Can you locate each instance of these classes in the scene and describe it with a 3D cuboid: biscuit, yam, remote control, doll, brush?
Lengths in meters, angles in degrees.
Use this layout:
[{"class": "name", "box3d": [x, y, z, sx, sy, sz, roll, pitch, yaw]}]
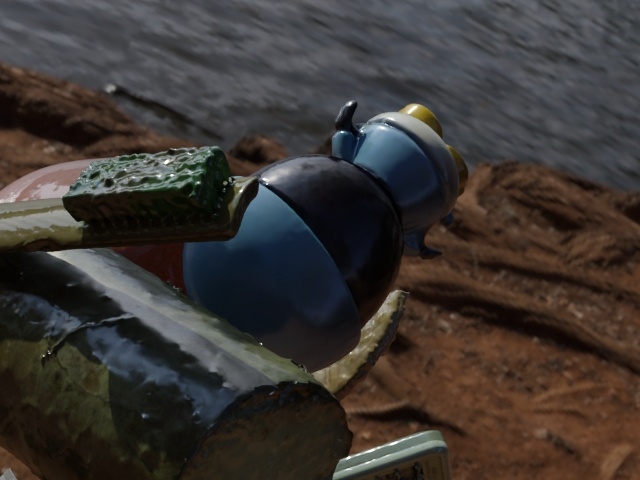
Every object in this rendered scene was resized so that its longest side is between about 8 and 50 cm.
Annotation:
[{"class": "biscuit", "box3d": [-0.006, 0.140, 1.210, 0.032, 0.250, 0.133, 38, 48, -27]}, {"class": "yam", "box3d": [-0.138, 0.107, 0.776, 0.304, 0.168, 0.168, 27, 21, 33]}, {"class": "remote control", "box3d": [0.017, 0.348, 1.531, 0.335, 0.128, 0.066, -17, 46, -4]}, {"class": "doll", "box3d": [0.000, 0.000, 0.934, 0.314, 0.141, 0.177, -38, 99, -30]}, {"class": "brush", "box3d": [-0.171, -0.021, 0.734, 0.282, 0.048, 0.054, -5, 37, 31]}]

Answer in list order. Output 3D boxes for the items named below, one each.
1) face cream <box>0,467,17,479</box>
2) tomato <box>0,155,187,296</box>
[{"class": "face cream", "box3d": [-0.423, 0.378, 1.294, 0.070, 0.224, 0.114, 36, -9, -27]}, {"class": "tomato", "box3d": [-0.234, 0.040, 1.180, 0.341, 0.273, 0.341, 1, 14, 0]}]
